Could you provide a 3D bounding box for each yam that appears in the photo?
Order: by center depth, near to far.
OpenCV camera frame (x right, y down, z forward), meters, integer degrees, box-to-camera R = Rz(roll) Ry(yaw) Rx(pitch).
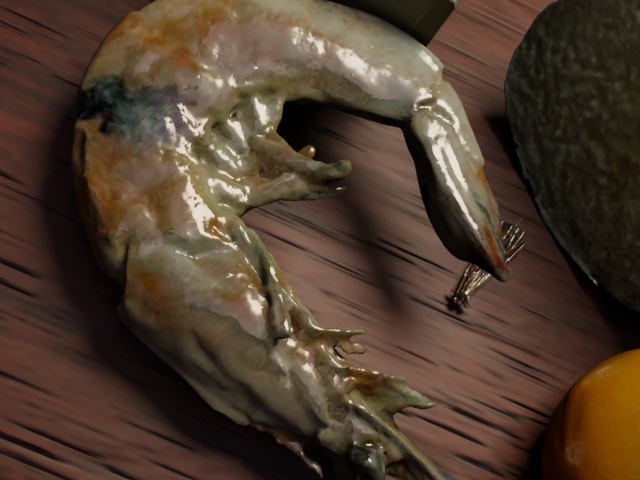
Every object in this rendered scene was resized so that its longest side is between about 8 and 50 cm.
[{"bbox_3d":[0.333,-0.083,0.644,0.348,0.241,0.241,-13,77,-20],"label":"yam"}]

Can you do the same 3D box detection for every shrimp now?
[{"bbox_3d":[0.000,0.000,0.574,0.247,0.085,0.360,-32,85,-7],"label":"shrimp"}]

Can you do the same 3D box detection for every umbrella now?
[{"bbox_3d":[0.114,0.012,0.656,0.031,0.020,0.083,39,73,1],"label":"umbrella"}]

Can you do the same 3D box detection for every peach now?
[{"bbox_3d":[0.208,0.132,0.585,0.138,0.138,0.138,4,72,-13],"label":"peach"}]

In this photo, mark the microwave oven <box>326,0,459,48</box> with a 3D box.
[{"bbox_3d":[0.045,-0.257,0.655,0.194,0.145,0.240,32,68,-2],"label":"microwave oven"}]
